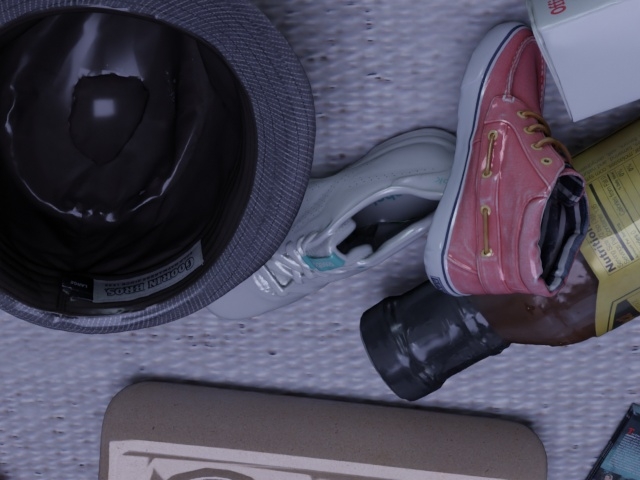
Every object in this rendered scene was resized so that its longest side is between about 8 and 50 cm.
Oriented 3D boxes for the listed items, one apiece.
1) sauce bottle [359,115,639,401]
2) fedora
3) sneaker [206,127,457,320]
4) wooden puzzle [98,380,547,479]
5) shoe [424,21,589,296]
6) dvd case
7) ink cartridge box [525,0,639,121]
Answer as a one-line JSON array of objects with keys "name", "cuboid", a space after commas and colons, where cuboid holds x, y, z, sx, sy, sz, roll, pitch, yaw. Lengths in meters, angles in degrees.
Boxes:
[{"name": "sauce bottle", "cuboid": [0.183, -0.006, 0.769, 0.344, 0.111, 0.111, -31, 108, 21]}, {"name": "fedora", "cuboid": [-0.130, -0.075, 0.749, 0.243, 0.124, 0.275, 7, 126, -9]}, {"name": "sneaker", "cuboid": [0.000, 0.000, 0.800, 0.212, 0.094, 0.080, -30, 110, 20]}, {"name": "wooden puzzle", "cuboid": [-0.010, 0.289, 0.920, 0.322, 0.080, 0.348, 6, 95, 4]}, {"name": "shoe", "cuboid": [0.123, -0.049, 0.724, 0.081, 0.178, 0.063, 3, 159, 42]}, {"name": "dvd case", "cuboid": [0.241, 0.184, 0.903, 0.087, 0.013, 0.119, 21, 117, -3]}, {"name": "ink cartridge box", "cuboid": [0.199, -0.137, 0.701, 0.150, 0.109, 0.063, -19, 114, 15]}]
